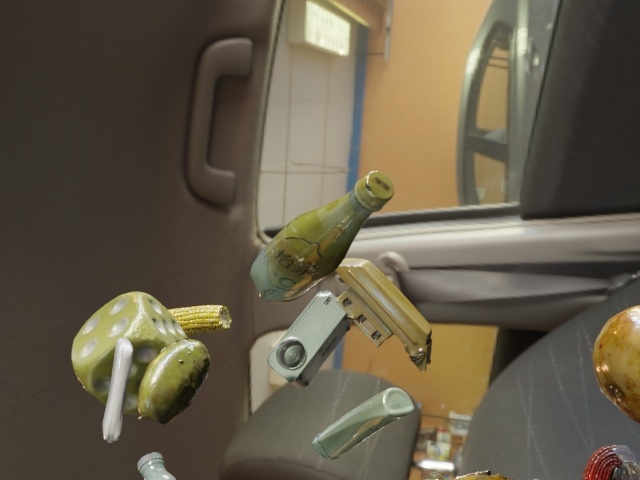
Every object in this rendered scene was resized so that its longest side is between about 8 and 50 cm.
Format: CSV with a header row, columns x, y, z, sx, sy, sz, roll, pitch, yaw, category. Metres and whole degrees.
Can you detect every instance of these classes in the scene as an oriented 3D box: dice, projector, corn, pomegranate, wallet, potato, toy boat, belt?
x,y,z,sx,sy,sz,roll,pitch,yaw,category
-0.501,0.297,1.717,0.226,0.238,0.233,51,180,-32,dice
-0.021,0.273,1.739,0.250,0.108,0.198,-50,-17,-11,projector
-0.404,0.251,1.993,0.093,0.244,0.093,-8,-90,-82,corn
0.696,0.241,1.295,0.252,0.271,0.228,15,131,66,pomegranate
-0.381,0.282,1.208,0.095,0.033,0.189,-179,98,-71,wallet
-0.349,0.330,1.512,0.251,0.113,0.149,-51,-43,-48,potato
0.091,0.109,0.945,0.077,0.200,0.057,-46,-9,23,toy boat
0.653,0.561,1.438,0.124,0.128,0.200,50,-127,-63,belt

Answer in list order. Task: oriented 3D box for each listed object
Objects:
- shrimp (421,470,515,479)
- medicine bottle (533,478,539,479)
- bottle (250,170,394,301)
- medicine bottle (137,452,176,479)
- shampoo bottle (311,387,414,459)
x,y,z,sx,sy,sz,roll,pitch,yaw,category
0.233,0.400,1.039,0.115,0.217,0.051,-1,85,61,shrimp
0.356,0.486,0.950,0.225,0.139,0.139,-120,21,-55,medicine bottle
0.000,0.000,0.771,0.270,0.083,0.083,-39,30,50,bottle
-0.401,0.648,1.635,0.216,0.091,0.090,49,160,40,medicine bottle
0.063,0.291,1.009,0.212,0.072,0.049,-49,54,45,shampoo bottle
